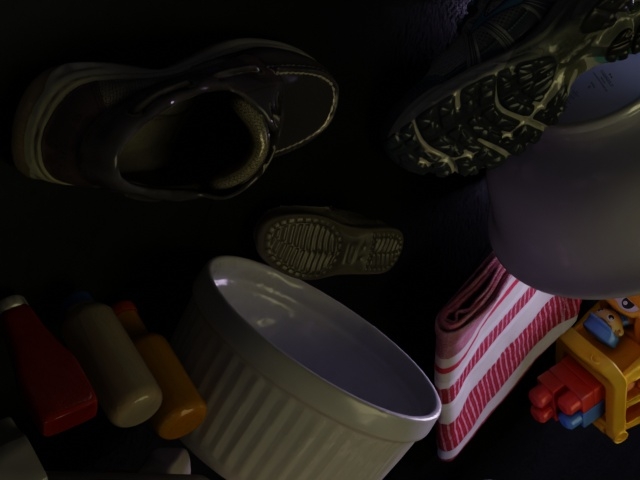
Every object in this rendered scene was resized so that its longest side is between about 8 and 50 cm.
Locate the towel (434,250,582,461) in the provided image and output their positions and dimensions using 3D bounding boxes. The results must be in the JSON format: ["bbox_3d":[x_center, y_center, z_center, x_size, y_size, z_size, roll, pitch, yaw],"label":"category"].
[{"bbox_3d":[0.197,0.083,1.541,0.237,0.037,0.329,-46,157,-20],"label":"towel"}]

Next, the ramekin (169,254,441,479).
[{"bbox_3d":[-0.024,0.113,1.127,0.109,0.207,0.207,-58,151,12],"label":"ramekin"}]

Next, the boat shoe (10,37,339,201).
[{"bbox_3d":[-0.072,-0.072,0.997,0.285,0.092,0.102,-11,124,-53],"label":"boat shoe"}]

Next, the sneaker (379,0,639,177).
[{"bbox_3d":[0.163,-0.164,1.262,0.283,0.122,0.110,-35,140,4],"label":"sneaker"}]

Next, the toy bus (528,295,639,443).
[{"bbox_3d":[0.335,0.127,1.756,0.211,0.149,0.220,-29,138,-18],"label":"toy bus"}]

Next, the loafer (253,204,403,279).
[{"bbox_3d":[0.000,0.000,1.215,0.148,0.050,0.056,9,105,-42],"label":"loafer"}]

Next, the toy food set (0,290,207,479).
[{"bbox_3d":[-0.197,0.105,0.992,0.232,0.104,0.111,-23,150,-22],"label":"toy food set"}]

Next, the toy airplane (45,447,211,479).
[{"bbox_3d":[-0.148,0.344,1.086,0.272,0.384,0.386,-21,140,11],"label":"toy airplane"}]

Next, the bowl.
[{"bbox_3d":[0.264,-0.098,1.335,0.298,0.298,0.134,-47,126,-22],"label":"bowl"}]
